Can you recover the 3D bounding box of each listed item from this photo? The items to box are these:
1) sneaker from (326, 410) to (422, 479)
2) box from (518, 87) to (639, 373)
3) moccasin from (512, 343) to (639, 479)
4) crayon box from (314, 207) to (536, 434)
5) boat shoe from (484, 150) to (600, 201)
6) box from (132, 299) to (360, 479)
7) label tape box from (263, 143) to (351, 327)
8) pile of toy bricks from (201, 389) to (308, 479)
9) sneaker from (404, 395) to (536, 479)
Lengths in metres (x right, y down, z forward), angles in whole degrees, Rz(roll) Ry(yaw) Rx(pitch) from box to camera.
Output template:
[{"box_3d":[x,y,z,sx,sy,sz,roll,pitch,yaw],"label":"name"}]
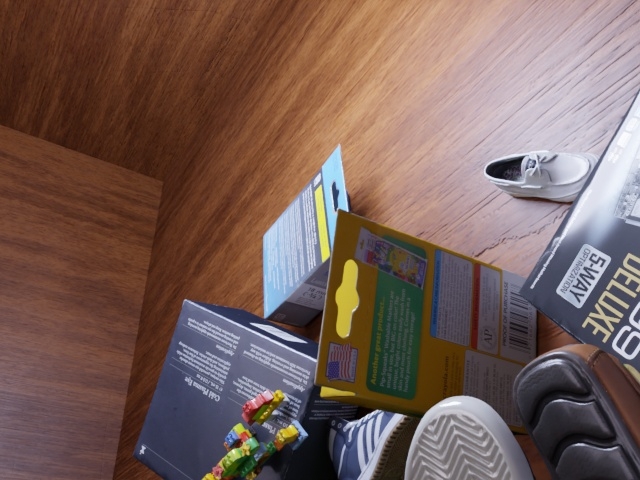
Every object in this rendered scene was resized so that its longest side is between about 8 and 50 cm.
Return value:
[{"box_3d":[0.097,0.286,0.938,0.282,0.099,0.153,-64,29,20],"label":"sneaker"},{"box_3d":[0.374,-0.009,0.624,0.308,0.076,0.242,-64,28,14],"label":"box"},{"box_3d":[0.293,0.268,0.505,0.139,0.146,0.380,-52,45,37],"label":"moccasin"},{"box_3d":[0.124,0.110,0.749,0.083,0.322,0.203,-25,51,55],"label":"crayon box"},{"box_3d":[0.301,-0.096,0.837,0.184,0.063,0.066,20,90,64],"label":"boat shoe"},{"box_3d":[-0.129,0.314,1.115,0.343,0.179,0.313,18,88,35],"label":"box"},{"box_3d":[0.000,0.000,1.302,0.334,0.105,0.241,-46,36,39],"label":"label tape box"},{"box_3d":[-0.119,0.337,0.930,0.212,0.105,0.118,-52,57,13],"label":"pile of toy bricks"},{"box_3d":[0.189,0.310,0.582,0.131,0.148,0.350,-18,85,37],"label":"sneaker"}]
